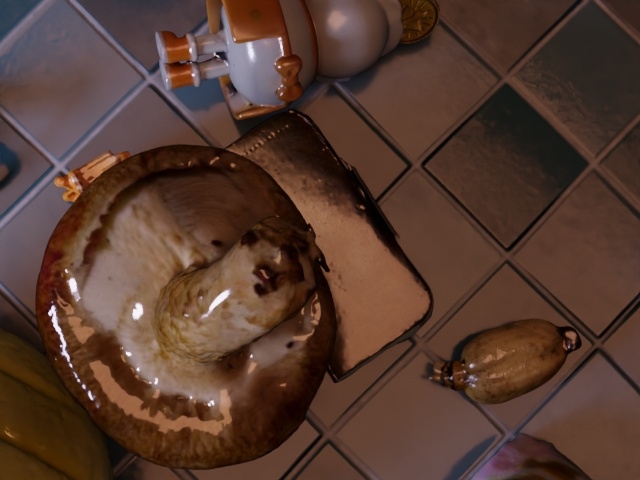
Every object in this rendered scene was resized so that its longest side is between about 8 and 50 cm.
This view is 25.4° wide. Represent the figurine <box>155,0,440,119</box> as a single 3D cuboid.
[{"bbox_3d":[-0.019,-0.191,1.347,0.271,0.143,0.143,-1,86,0],"label":"figurine"}]

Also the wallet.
[{"bbox_3d":[0.000,0.000,1.384,0.137,0.031,0.255,-34,88,-4],"label":"wallet"}]

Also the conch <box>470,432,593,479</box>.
[{"bbox_3d":[0.183,0.369,1.284,0.249,0.197,0.367,5,91,-22],"label":"conch"}]

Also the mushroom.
[{"bbox_3d":[-0.116,0.043,1.191,0.267,0.254,0.267,-4,58,7],"label":"mushroom"}]

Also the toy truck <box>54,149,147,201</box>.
[{"bbox_3d":[-0.136,0.039,1.336,0.135,0.114,0.270,-31,87,-7],"label":"toy truck"}]

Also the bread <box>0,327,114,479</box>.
[{"bbox_3d":[-0.339,0.209,1.224,0.320,0.320,0.237,38,109,1],"label":"bread"}]

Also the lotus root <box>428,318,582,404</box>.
[{"bbox_3d":[0.177,0.117,1.364,0.152,0.063,0.072,-14,113,-9],"label":"lotus root"}]
